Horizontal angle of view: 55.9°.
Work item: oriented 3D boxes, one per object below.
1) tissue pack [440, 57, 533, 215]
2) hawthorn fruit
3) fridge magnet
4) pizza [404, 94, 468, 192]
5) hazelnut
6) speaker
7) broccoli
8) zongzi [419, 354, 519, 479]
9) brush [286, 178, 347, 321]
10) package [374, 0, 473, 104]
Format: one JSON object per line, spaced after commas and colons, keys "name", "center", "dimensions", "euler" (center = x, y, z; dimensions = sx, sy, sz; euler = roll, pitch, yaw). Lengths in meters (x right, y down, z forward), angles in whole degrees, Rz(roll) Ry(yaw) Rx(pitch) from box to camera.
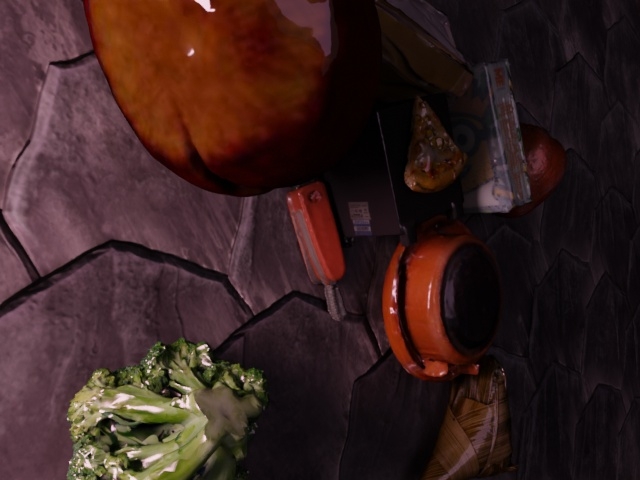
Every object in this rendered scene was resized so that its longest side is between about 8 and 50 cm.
{"name": "tissue pack", "center": [0.314, -0.213, 1.309], "dimensions": [0.128, 0.228, 0.310], "euler": [-23, 104, -41]}
{"name": "hawthorn fruit", "center": [0.466, -0.163, 1.443], "dimensions": [0.231, 0.235, 0.262], "euler": [5, 67, -17]}
{"name": "fridge magnet", "center": [0.272, 0.125, 1.300], "dimensions": [0.364, 0.155, 0.363], "euler": [2, 87, -44]}
{"name": "pizza", "center": [0.208, -0.176, 1.088], "dimensions": [0.185, 0.036, 0.176], "euler": [-13, 97, -45]}
{"name": "hazelnut", "center": [-0.096, -0.281, 0.818], "dimensions": [0.402, 0.402, 0.429], "euler": [-36, 101, -39]}
{"name": "speaker", "center": [0.133, -0.135, 1.164], "dimensions": [0.232, 0.184, 0.253], "euler": [-25, 107, -43]}
{"name": "broccoli", "center": [-0.192, 0.258, 0.798], "dimensions": [0.265, 0.245, 0.294], "euler": [50, 29, -8]}
{"name": "zongzi", "center": [0.309, 0.406, 1.353], "dimensions": [0.288, 0.134, 0.285], "euler": [0, 82, -37]}
{"name": "brush", "center": [0.001, 0.000, 1.117], "dimensions": [0.070, 0.051, 0.323], "euler": [-28, 107, -44]}
{"name": "package", "center": [0.133, -0.360, 1.129], "dimensions": [0.311, 0.165, 0.221], "euler": [18, 118, -41]}
